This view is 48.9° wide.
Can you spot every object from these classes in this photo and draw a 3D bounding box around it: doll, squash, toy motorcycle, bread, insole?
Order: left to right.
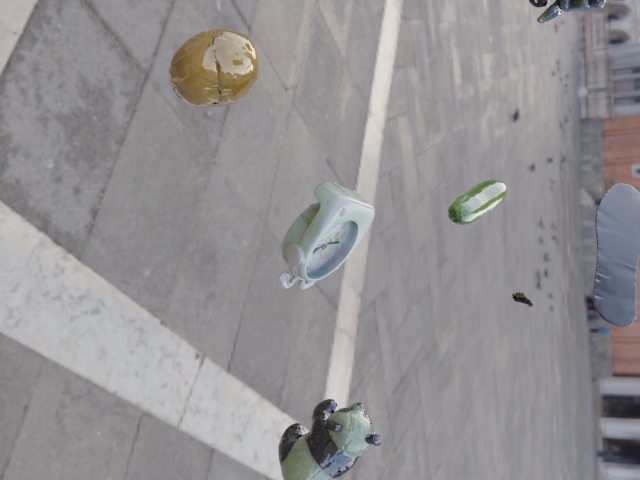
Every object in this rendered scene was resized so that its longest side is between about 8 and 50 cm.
[{"bbox_3d":[-0.132,-0.208,0.887,0.077,0.114,0.189,65,-9,1],"label":"bread"},{"bbox_3d":[0.015,0.426,1.442,0.143,0.234,0.135,48,10,-9],"label":"doll"},{"bbox_3d":[0.410,-0.100,1.858,0.292,0.082,0.082,-28,115,-48],"label":"squash"},{"bbox_3d":[0.506,-0.497,1.379,0.061,0.193,0.124,-3,68,-52],"label":"toy motorcycle"},{"bbox_3d":[0.573,0.017,1.345,0.009,0.119,0.348,119,-5,-55],"label":"insole"}]

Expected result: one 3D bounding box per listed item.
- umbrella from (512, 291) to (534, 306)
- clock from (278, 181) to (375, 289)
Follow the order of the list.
[{"bbox_3d":[0.506,0.147,1.757,0.083,0.031,0.020,-148,-136,-68],"label":"umbrella"},{"bbox_3d":[0.000,0.000,1.162,0.191,0.062,0.151,-55,154,11],"label":"clock"}]
